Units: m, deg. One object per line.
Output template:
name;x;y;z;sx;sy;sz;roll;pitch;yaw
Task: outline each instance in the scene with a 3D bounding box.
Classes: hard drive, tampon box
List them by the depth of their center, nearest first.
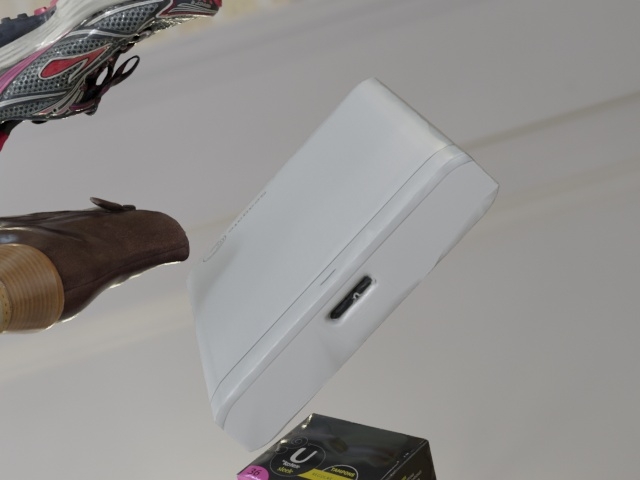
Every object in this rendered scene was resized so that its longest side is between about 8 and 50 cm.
hard drive;0.000;0.000;1.215;0.047;0.233;0.353;41;-175;-14
tampon box;0.023;0.236;1.311;0.101;0.120;0.161;-36;-58;-42

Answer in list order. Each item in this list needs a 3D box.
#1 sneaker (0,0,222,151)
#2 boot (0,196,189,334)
sneaker;-0.229;-0.179;1.621;0.121;0.299;0.112;-10;-102;-78
boot;-0.248;0.016;1.263;0.248;0.207;0.090;11;112;41
